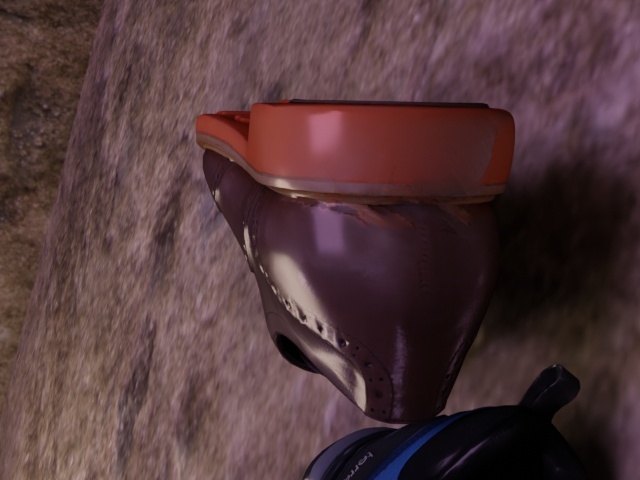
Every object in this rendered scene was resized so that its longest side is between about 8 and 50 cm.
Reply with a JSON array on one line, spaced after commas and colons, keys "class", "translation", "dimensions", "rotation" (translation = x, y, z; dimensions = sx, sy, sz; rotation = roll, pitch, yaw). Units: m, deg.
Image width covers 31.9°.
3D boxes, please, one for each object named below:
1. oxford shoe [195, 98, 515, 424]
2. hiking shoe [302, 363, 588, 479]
[{"class": "oxford shoe", "translation": [0.000, 0.000, 0.571], "dimensions": [0.363, 0.129, 0.133], "rotation": [-138, 49, -83]}, {"class": "hiking shoe", "translation": [0.024, 0.192, 0.382], "dimensions": [0.132, 0.113, 0.304], "rotation": [-42, 33, 52]}]
